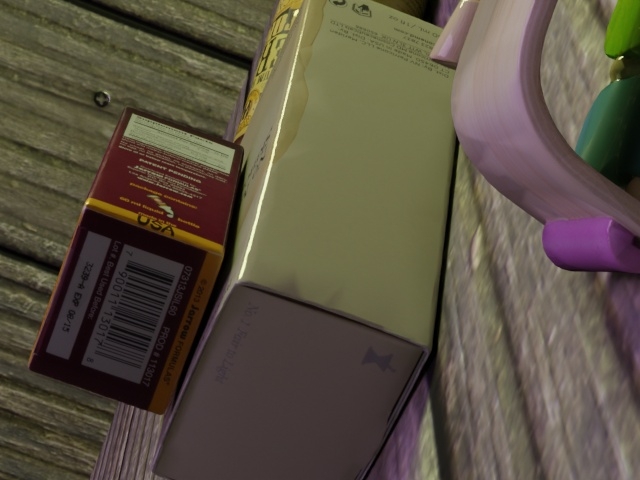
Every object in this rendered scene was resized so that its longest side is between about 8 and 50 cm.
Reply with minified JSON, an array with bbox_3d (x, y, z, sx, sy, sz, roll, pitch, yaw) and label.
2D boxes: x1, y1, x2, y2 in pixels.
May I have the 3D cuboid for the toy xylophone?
[{"bbox_3d":[0.125,-0.148,0.693,0.236,0.081,0.323,-119,49,-81],"label":"toy xylophone"}]

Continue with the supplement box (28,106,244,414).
[{"bbox_3d":[-0.102,0.006,1.079,0.188,0.081,0.104,-88,19,-70],"label":"supplement box"}]

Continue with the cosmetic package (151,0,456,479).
[{"bbox_3d":[0.000,0.000,1.115,0.309,0.113,0.160,-78,11,-53],"label":"cosmetic package"}]

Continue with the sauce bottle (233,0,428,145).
[{"bbox_3d":[-0.002,-0.087,1.375,0.111,0.111,0.344,123,165,-61],"label":"sauce bottle"}]
